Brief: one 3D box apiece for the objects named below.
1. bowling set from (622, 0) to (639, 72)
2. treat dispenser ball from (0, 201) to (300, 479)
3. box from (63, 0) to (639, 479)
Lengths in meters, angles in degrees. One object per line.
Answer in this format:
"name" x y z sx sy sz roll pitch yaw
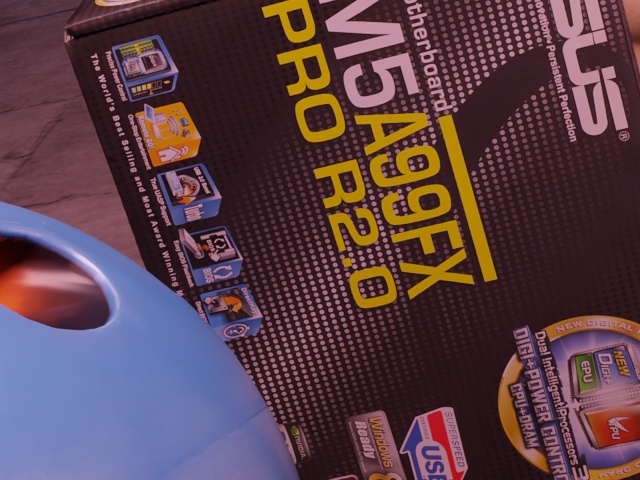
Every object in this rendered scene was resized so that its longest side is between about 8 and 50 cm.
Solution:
"bowling set" 0.236 -0.102 0.961 0.200 0.154 0.287 -31 27 -26
"treat dispenser ball" -0.142 0.125 0.570 0.288 0.288 0.288 -15 24 7
"box" 0.039 -0.002 0.740 0.216 0.270 0.060 -12 23 11
